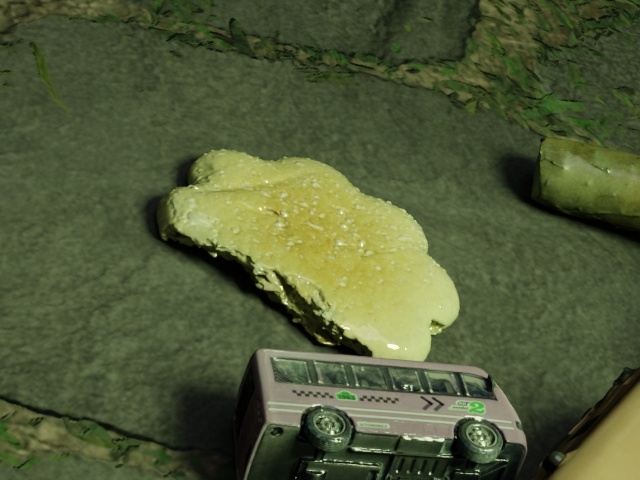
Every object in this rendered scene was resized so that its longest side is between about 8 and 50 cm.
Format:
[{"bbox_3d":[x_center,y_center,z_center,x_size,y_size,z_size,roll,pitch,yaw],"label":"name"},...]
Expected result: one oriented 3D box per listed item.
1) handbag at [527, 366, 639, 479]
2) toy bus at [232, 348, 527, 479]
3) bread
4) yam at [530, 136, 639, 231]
[{"bbox_3d":[0.273,0.233,1.356,0.283,0.149,0.302,42,41,9],"label":"handbag"},{"bbox_3d":[0.039,0.140,1.391,0.199,0.096,0.108,6,39,-16],"label":"toy bus"},{"bbox_3d":[0.000,0.000,1.564,0.251,0.039,0.182,32,41,10],"label":"bread"},{"bbox_3d":[0.367,-0.021,1.692,0.371,0.083,0.083,13,40,8],"label":"yam"}]
